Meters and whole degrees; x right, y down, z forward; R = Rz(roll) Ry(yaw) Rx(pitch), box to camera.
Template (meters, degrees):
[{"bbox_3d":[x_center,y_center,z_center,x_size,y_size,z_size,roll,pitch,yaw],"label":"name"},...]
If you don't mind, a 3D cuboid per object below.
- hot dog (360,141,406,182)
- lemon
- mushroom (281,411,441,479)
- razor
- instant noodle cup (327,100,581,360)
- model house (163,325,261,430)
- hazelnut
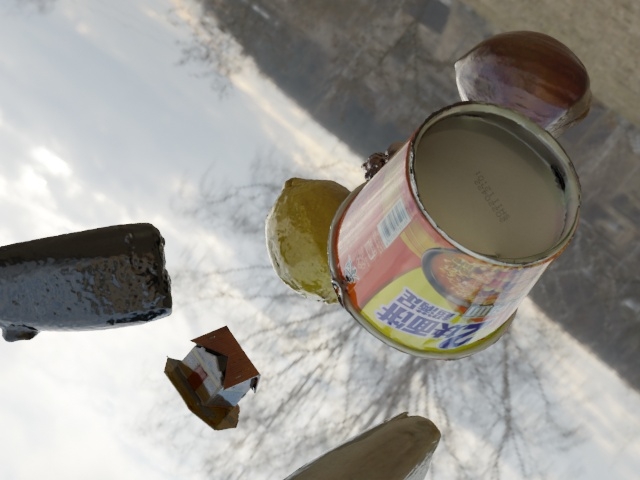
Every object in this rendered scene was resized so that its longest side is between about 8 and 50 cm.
[{"bbox_3d":[0.193,-0.088,1.985,0.223,0.185,0.405,20,-160,-16],"label":"hot dog"},{"bbox_3d":[0.000,0.000,1.704,0.260,0.204,0.204,68,-163,10],"label":"lemon"},{"bbox_3d":[-0.009,0.376,1.228,0.407,0.154,0.137,-24,-116,-31],"label":"mushroom"},{"bbox_3d":[-0.426,0.074,1.596,0.107,0.326,0.189,-93,-5,-68],"label":"razor"},{"bbox_3d":[0.128,-0.015,0.846,0.213,0.213,0.174,38,150,4],"label":"instant noodle cup"},{"bbox_3d":[-0.216,0.300,2.035,0.219,0.136,0.207,49,-166,32],"label":"model house"},{"bbox_3d":[0.319,-0.244,1.433,0.181,0.181,0.212,59,168,15],"label":"hazelnut"}]
